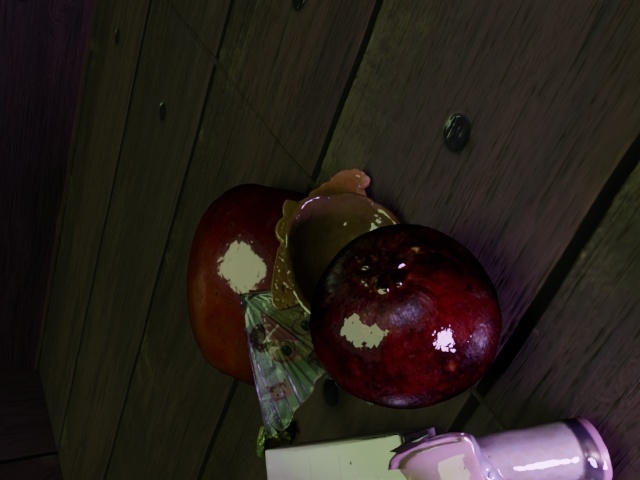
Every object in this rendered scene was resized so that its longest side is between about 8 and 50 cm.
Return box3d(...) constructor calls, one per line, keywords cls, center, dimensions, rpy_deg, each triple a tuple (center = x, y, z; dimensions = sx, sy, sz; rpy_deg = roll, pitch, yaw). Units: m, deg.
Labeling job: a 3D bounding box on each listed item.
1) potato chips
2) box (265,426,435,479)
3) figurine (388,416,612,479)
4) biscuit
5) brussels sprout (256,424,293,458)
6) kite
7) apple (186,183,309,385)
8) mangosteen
box3d(cls="potato chips", center=(0.035, 0.031, 0.988), dimensions=(0.208, 0.195, 0.062), rpy_deg=(38, 167, 12))
box3d(cls="box", center=(0.051, 0.378, 0.949), dimensions=(0.251, 0.106, 0.203), rpy_deg=(-19, 74, 34))
box3d(cls="figurine", center=(0.201, 0.376, 0.686), dimensions=(0.253, 0.210, 0.362), rpy_deg=(-49, 49, 45))
box3d(cls="biscuit", center=(0.000, 0.000, 1.046), dimensions=(0.162, 0.035, 0.250), rpy_deg=(30, 79, 18))
box3d(cls="brussels sprout", center=(-0.084, 0.359, 1.252), dimensions=(0.085, 0.085, 0.058), rpy_deg=(-49, 58, 45))
box3d(cls="kite", center=(-0.021, 0.165, 1.058), dimensions=(0.267, 0.013, 0.323), rpy_deg=(35, 101, 6))
box3d(cls="apple", center=(-0.104, 0.074, 1.237), dimensions=(0.329, 0.294, 0.365), rpy_deg=(-69, -10, -75))
box3d(cls="mangosteen", center=(0.116, 0.112, 0.854), dimensions=(0.235, 0.235, 0.261), rpy_deg=(45, 169, 47))
